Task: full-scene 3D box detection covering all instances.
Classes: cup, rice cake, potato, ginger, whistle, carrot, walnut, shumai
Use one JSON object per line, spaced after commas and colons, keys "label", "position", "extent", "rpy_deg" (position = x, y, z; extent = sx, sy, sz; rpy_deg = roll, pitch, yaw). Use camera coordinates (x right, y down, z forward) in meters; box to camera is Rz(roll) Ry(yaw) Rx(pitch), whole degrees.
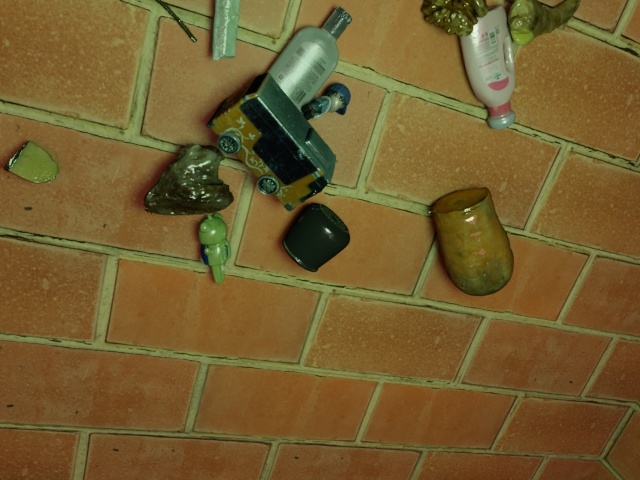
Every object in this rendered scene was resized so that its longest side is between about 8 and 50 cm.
{"label": "cup", "position": [0.000, 0.000, 1.380], "extent": [0.177, 0.169, 0.223], "rpy_deg": [-48, 145, 12]}
{"label": "rice cake", "position": [-0.235, -0.558, 1.134], "extent": [0.069, 0.063, 0.207], "rpy_deg": [0, 113, -20]}
{"label": "potato", "position": [-0.729, -0.185, 1.161], "extent": [0.103, 0.066, 0.096], "rpy_deg": [40, 73, -20]}
{"label": "ginger", "position": [0.632, -0.643, 1.285], "extent": [0.294, 0.086, 0.131], "rpy_deg": [-26, 109, -24]}
{"label": "whistle", "position": [-0.313, 0.024, 1.340], "extent": [0.084, 0.105, 0.228], "rpy_deg": [7, 117, 16]}
{"label": "carrot", "position": [0.492, 0.008, 1.466], "extent": [0.224, 0.224, 0.341], "rpy_deg": [-26, 111, -2]}
{"label": "walnut", "position": [0.357, -0.631, 1.207], "extent": [0.170, 0.069, 0.143], "rpy_deg": [39, 98, 15]}
{"label": "shumai", "position": [-0.356, -0.171, 1.233], "extent": [0.217, 0.184, 0.186], "rpy_deg": [-8, 79, 2]}

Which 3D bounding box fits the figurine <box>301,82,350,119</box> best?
{"label": "figurine", "position": [0.016, -0.378, 1.250], "extent": [0.149, 0.086, 0.088], "rpy_deg": [-27, 98, -27]}

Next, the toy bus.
{"label": "toy bus", "position": [-0.116, -0.255, 1.203], "extent": [0.194, 0.162, 0.323], "rpy_deg": [-28, 121, 29]}

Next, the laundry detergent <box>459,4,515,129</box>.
{"label": "laundry detergent", "position": [0.504, -0.495, 1.330], "extent": [0.158, 0.088, 0.336], "rpy_deg": [-29, 117, -8]}

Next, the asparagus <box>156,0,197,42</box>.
{"label": "asparagus", "position": [-0.369, -0.561, 1.125], "extent": [0.016, 0.016, 0.163], "rpy_deg": [-34, 118, 23]}

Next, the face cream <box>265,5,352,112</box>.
{"label": "face cream", "position": [-0.028, -0.486, 1.209], "extent": [0.143, 0.071, 0.291], "rpy_deg": [33, 102, -27]}
